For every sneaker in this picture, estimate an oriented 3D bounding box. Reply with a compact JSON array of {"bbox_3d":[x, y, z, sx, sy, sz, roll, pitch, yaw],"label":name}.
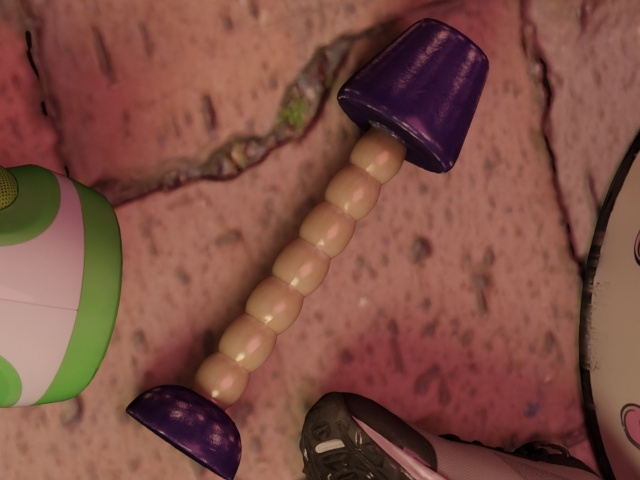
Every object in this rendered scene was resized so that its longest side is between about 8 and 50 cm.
[{"bbox_3d":[0.101,0.158,1.165,0.271,0.100,0.108,34,58,-23],"label":"sneaker"}]

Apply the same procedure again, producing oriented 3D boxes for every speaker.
[{"bbox_3d":[-0.250,0.004,0.941,0.296,0.131,0.131,11,93,-27],"label":"speaker"}]

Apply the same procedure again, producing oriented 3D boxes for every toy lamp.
[{"bbox_3d":[0.000,0.000,1.090,0.080,0.080,0.274,37,80,-26],"label":"toy lamp"}]

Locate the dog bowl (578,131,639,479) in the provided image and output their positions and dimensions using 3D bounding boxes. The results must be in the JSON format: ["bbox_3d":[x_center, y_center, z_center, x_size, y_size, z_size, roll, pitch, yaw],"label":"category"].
[{"bbox_3d":[0.371,0.053,1.239,0.408,0.150,0.408,-4,99,-26],"label":"dog bowl"}]
